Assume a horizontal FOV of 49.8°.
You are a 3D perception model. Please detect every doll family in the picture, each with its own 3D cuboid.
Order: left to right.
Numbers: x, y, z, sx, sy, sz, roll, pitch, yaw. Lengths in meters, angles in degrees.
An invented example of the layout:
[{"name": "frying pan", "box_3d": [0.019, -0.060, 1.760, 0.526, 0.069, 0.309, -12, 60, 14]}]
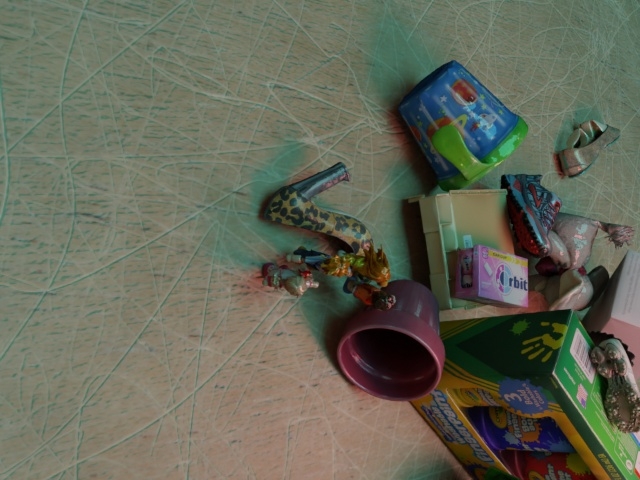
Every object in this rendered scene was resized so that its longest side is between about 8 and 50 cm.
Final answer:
[{"name": "doll family", "box_3d": [0.029, 0.047, 1.213, 0.263, 0.163, 0.118, 11, 93, -23]}]

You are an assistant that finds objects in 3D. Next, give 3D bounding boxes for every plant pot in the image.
[{"name": "plant pot", "box_3d": [0.151, 0.180, 1.343, 0.201, 0.201, 0.180, 53, 37, -21]}]

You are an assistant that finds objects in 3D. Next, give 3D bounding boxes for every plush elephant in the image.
[{"name": "plush elephant", "box_3d": [0.590, 0.063, 1.712, 0.272, 0.330, 0.255, 10, 94, -48]}]

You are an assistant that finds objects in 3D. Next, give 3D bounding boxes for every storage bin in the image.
[{"name": "storage bin", "box_3d": [0.320, 0.023, 1.555, 0.260, 0.123, 0.262, -5, 86, -42]}]

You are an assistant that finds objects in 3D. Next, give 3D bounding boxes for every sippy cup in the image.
[{"name": "sippy cup", "box_3d": [0.300, -0.265, 1.534, 0.240, 0.305, 0.224, -42, 101, -8]}]

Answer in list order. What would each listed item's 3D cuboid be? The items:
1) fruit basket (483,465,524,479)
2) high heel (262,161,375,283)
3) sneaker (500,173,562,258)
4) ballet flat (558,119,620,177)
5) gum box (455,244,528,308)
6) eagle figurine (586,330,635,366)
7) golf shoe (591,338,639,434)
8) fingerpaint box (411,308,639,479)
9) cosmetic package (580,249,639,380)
[{"name": "fruit basket", "box_3d": [0.320, 0.626, 1.295, 0.392, 0.283, 0.391, 1, 82, -10]}, {"name": "high heel", "box_3d": [0.000, 0.000, 1.321, 0.186, 0.093, 0.261, -28, 113, -21]}, {"name": "sneaker", "box_3d": [0.503, -0.072, 1.592, 0.104, 0.125, 0.261, 79, 3, -47]}, {"name": "ballet flat", "box_3d": [0.803, -0.298, 2.058, 0.316, 0.108, 0.106, -38, 101, -40]}, {"name": "gum box", "box_3d": [0.360, 0.078, 1.456, 0.188, 0.062, 0.107, 14, 74, -40]}, {"name": "eagle figurine", "box_3d": [0.603, 0.352, 1.606, 0.226, 0.298, 0.225, 29, 38, -57]}, {"name": "golf shoe", "box_3d": [0.560, 0.264, 1.271, 0.086, 0.069, 0.176, -18, 94, -51]}, {"name": "fingerpaint box", "box_3d": [0.426, 0.362, 1.422, 0.444, 0.371, 0.163, 52, 51, -23]}, {"name": "cosmetic package", "box_3d": [0.771, 0.225, 1.757, 0.385, 0.156, 0.217, 88, 27, -54]}]
